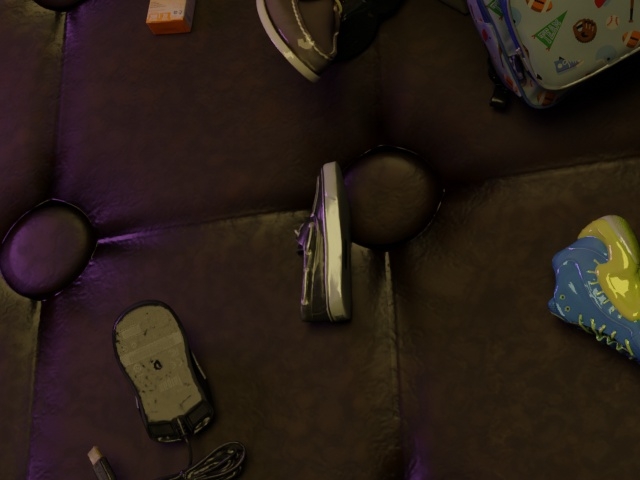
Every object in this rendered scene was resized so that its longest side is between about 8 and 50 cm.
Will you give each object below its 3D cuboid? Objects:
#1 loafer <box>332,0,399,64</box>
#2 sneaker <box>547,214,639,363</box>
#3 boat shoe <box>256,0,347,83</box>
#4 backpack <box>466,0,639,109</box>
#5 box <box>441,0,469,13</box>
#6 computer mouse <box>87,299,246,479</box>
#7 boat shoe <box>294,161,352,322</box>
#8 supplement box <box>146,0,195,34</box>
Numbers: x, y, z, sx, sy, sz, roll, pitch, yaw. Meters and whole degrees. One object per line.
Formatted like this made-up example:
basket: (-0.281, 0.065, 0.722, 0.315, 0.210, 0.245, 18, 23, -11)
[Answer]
loafer: (0.052, -0.322, 1.604, 0.170, 0.062, 0.061, -47, 36, -5)
sneaker: (0.346, 0.095, 1.311, 0.126, 0.091, 0.240, -29, 60, 24)
boat shoe: (-0.020, -0.331, 1.539, 0.097, 0.116, 0.324, -35, 33, 18)
backpack: (0.298, -0.323, 1.391, 0.276, 0.213, 0.263, -30, 101, 2)
box: (0.180, -0.447, 1.514, 0.127, 0.232, 0.148, 38, 82, 28)
computer mouse: (-0.221, 0.219, 1.434, 0.184, 0.060, 0.262, -29, 73, -2)
boat shoe: (0.000, 0.000, 1.453, 0.070, 0.078, 0.219, -6, 66, 13)
supplement box: (-0.226, -0.367, 1.715, 0.062, 0.036, 0.098, -2, 65, 16)
